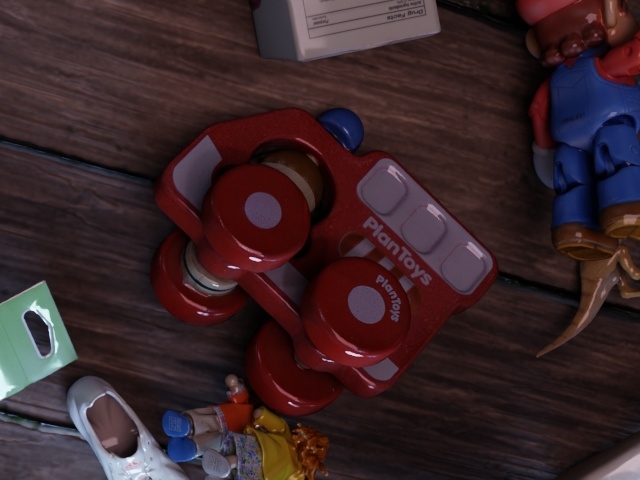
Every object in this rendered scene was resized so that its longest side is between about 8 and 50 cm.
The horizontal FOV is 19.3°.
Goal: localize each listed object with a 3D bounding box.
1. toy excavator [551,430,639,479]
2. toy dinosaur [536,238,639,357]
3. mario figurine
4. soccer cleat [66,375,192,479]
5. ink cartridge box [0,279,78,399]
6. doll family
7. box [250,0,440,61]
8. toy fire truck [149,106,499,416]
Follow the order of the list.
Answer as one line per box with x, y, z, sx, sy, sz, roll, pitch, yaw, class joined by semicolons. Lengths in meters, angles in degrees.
0.198;0.308;1.863;0.433;0.445;0.222;-27;98;19;toy excavator
0.295;0.033;1.960;0.112;0.064;0.211;13;82;-3;toy dinosaur
0.296;-0.146;1.864;0.198;0.170;0.321;-7;74;15;mario figurine
-0.176;0.213;1.792;0.068;0.076;0.196;-39;108;-12;soccer cleat
-0.338;0.105;1.707;0.209;0.062;0.109;-28;132;-14;ink cartridge box
-0.052;0.261;1.805;0.163;0.118;0.263;-8;101;-50;doll family
0.007;-0.295;1.771;0.148;0.127;0.232;-13;101;-18;box
0.000;0.000;1.786;0.302;0.169;0.254;44;54;-1;toy fire truck
